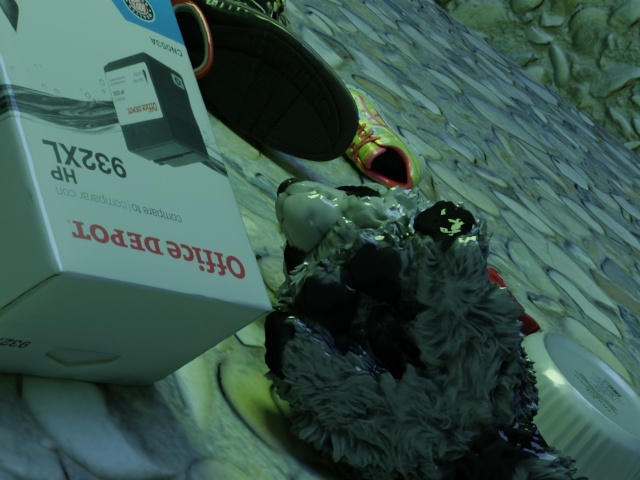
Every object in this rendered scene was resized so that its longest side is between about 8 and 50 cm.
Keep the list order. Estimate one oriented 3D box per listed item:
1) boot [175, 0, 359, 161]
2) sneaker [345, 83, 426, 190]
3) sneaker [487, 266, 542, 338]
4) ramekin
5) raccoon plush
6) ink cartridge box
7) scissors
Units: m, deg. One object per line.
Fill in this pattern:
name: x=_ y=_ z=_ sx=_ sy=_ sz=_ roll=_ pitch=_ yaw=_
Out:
boot: x=-0.091 y=-0.254 z=1.748 sx=0.377 sy=0.138 sz=0.284 roll=32 pitch=18 yaw=4
sneaker: x=0.062 y=-0.140 z=1.853 sx=0.208 sy=0.081 sz=0.094 roll=37 pitch=21 yaw=-8
sneaker: x=0.165 y=0.051 z=1.631 sx=0.221 sy=0.087 sz=0.128 roll=46 pitch=7 yaw=-19
ramekin: x=0.258 y=0.188 z=1.411 sx=0.207 sy=0.109 sz=0.207 roll=34 pitch=19 yaw=-13
raccoon plush: x=0.089 y=0.138 z=1.221 sx=0.299 sy=0.216 sz=0.446 roll=-80 pitch=147 yaw=-84
ink cartridge box: x=-0.186 y=-0.066 z=0.976 sx=0.223 sy=0.129 sz=0.307 roll=15 pitch=49 yaw=-54
scissors: x=-0.200 y=-0.319 z=1.601 sx=0.021 sy=0.109 sz=0.297 roll=93 pitch=-15 yaw=-72
